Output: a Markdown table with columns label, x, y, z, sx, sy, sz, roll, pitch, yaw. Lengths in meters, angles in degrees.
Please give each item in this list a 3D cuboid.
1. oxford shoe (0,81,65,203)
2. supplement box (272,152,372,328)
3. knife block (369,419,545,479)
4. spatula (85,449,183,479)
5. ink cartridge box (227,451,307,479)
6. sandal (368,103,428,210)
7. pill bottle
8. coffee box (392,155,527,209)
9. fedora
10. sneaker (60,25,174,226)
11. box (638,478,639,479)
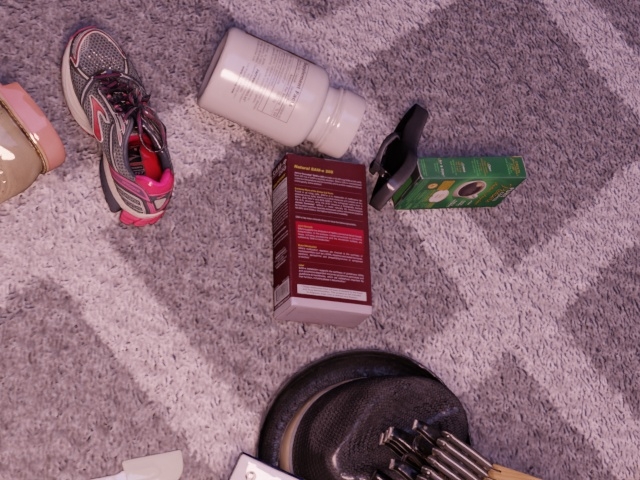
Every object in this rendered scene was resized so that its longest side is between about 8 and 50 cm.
| label | x | y | z | sx | sy | sz | roll | pitch | yaw |
| --- | --- | --- | --- | --- | --- | --- | --- | --- | --- |
| oxford shoe | -0.526 | -0.217 | 1.933 | 0.397 | 0.140 | 0.146 | 45 | 66 | 3 |
| supplement box | 0.000 | 0.000 | 2.091 | 0.130 | 0.073 | 0.239 | 8 | 66 | -21 |
| knife block | 0.192 | 0.347 | 1.850 | 0.088 | 0.242 | 0.276 | -56 | 138 | -25 |
| spatula | -0.271 | 0.372 | 1.851 | 0.242 | 0.019 | 0.168 | -9 | 73 | -25 |
| ink cartridge box | -0.048 | 0.417 | 1.838 | 0.223 | 0.045 | 0.224 | 23 | 87 | -1 |
| sandal | 0.104 | -0.127 | 2.150 | 0.054 | 0.097 | 0.254 | 33 | 32 | -10 |
| pill bottle | -0.056 | -0.213 | 2.126 | 0.229 | 0.131 | 0.131 | 24 | 61 | -12 |
| coffee box | 0.211 | -0.088 | 2.195 | 0.184 | 0.113 | 0.040 | -2 | 66 | -22 |
| fedora | 0.084 | 0.279 | 1.961 | 0.334 | 0.152 | 0.334 | 9 | 65 | -19 |
| sneaker | -0.274 | -0.174 | 2.031 | 0.120 | 0.112 | 0.299 | -17 | 75 | -28 |
| box | 0.601 | 0.423 | 2.129 | 0.128 | 0.122 | 0.257 | -37 | 85 | -30 |
